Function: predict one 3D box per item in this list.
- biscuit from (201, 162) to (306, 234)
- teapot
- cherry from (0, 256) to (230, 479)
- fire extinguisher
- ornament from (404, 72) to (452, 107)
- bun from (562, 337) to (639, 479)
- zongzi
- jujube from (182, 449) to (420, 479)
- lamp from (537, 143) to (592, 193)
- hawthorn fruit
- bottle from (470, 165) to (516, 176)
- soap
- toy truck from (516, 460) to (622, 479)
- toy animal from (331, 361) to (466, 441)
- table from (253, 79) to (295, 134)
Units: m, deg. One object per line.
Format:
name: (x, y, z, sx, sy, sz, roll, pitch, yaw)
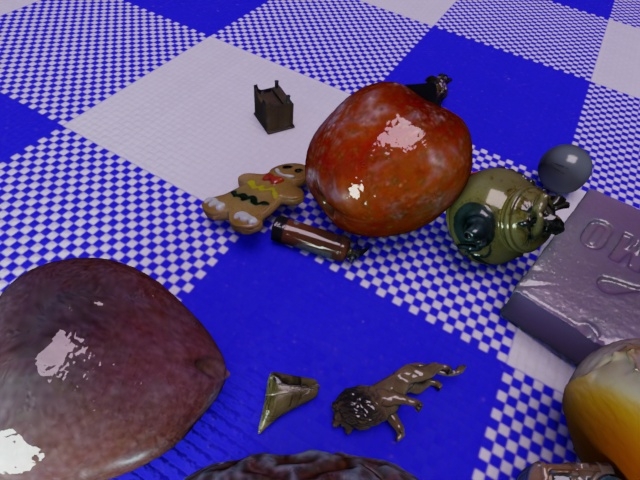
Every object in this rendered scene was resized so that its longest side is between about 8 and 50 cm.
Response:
biscuit: (-0.106, -0.097, 0.789, 0.158, 0.035, 0.240, 21, 44, 27)
teapot: (0.336, -0.042, 0.719, 0.269, 0.173, 0.182, -14, 13, -24)
cherry: (-0.267, 0.153, 0.501, 0.307, 0.221, 0.261, 9, 60, -16)
fire extinguisher: (0.000, 0.000, 0.748, 0.177, 0.050, 0.062, 18, 44, 5)
ornament: (0.280, -0.381, 1.058, 0.081, 0.088, 0.203, 5, 35, 28)
bun: (0.424, 0.240, 0.449, 0.164, 0.299, 0.299, -21, 57, -5)
zongzi: (-0.042, 0.232, 0.579, 0.076, 0.040, 0.083, 12, 64, -6)
jujube: (-0.022, 0.328, 0.405, 0.316, 0.226, 0.226, 4, 53, 3)
lamp: (0.524, -0.154, 0.889, 0.105, 0.105, 0.105, 3, 53, -4)
hawthorn fruit: (0.113, -0.134, 0.734, 0.284, 0.284, 0.285, 3, 53, -4)
bottle: (0.336, -0.121, 0.871, 0.164, 0.060, 0.060, -11, 55, -15)
soap: (0.498, 0.092, 0.668, 0.296, 0.107, 0.285, 34, 65, 27)
toy truck: (0.277, 0.385, 0.458, 0.140, 0.108, 0.257, 2, 55, 12)
toy animal: (0.122, 0.220, 0.585, 0.219, 0.069, 0.086, -14, 46, -19)
table: (-0.106, -0.306, 0.943, 0.070, 0.082, 0.083, -21, 59, -20)
